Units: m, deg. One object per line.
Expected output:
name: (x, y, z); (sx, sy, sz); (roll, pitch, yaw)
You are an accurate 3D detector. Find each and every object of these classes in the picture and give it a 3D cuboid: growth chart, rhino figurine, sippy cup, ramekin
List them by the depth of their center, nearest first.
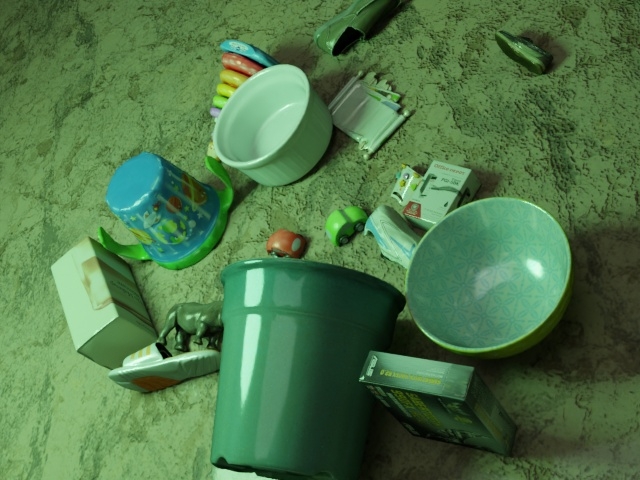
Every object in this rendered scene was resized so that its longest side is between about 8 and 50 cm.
rhino figurine: (-0.239, 0.180, 1.740); (0.243, 0.073, 0.106); (-4, 61, 29)
growth chart: (0.106, -0.302, 1.875); (0.172, 0.021, 0.237); (-42, 47, 1)
ramekin: (-0.105, -0.261, 1.895); (0.277, 0.135, 0.277); (-19, 52, 27)
sippy cup: (-0.374, -0.083, 1.902); (0.240, 0.224, 0.306); (22, 74, 41)

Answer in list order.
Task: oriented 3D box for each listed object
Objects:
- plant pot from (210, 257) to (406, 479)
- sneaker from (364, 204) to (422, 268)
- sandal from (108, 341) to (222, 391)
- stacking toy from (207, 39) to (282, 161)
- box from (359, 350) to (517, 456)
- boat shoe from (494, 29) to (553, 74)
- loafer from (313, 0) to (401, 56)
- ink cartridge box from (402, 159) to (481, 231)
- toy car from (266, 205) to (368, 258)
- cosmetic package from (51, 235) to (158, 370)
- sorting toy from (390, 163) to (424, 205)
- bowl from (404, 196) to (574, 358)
plant pot: (-0.040, 0.244, 1.413); (0.341, 0.341, 0.334); (-3, 67, 32)
sneaker: (0.171, 0.025, 1.581); (0.237, 0.085, 0.086); (50, 121, 39)
sandal: (-0.325, 0.258, 1.732); (0.265, 0.102, 0.076); (-15, 51, 14)
stacking toy: (-0.216, -0.338, 2.045); (0.175, 0.165, 0.302); (26, 91, 38)
box: (0.192, 0.263, 1.292); (0.183, 0.231, 0.056); (5, 60, 34)
boat shoe: (0.432, -0.406, 1.714); (0.049, 0.056, 0.152); (-39, 56, -2)
loafer: (0.104, -0.539, 2.001); (0.251, 0.094, 0.087); (-35, 59, 15)
ink cartridge box: (0.242, -0.085, 1.614); (0.099, 0.056, 0.135); (20, 73, 41)
toy car: (0.000, 0.000, 1.717); (0.225, 0.053, 0.239); (-41, 47, 3)
cosmetic package: (-0.506, 0.147, 1.883); (0.129, 0.153, 0.296); (-39, 48, 5)
sorting toy: (0.180, -0.114, 1.693); (0.083, 0.044, 0.075); (44, 108, 43)
bowl: (0.307, 0.087, 1.387); (0.289, 0.156, 0.290); (-17, 52, 24)
